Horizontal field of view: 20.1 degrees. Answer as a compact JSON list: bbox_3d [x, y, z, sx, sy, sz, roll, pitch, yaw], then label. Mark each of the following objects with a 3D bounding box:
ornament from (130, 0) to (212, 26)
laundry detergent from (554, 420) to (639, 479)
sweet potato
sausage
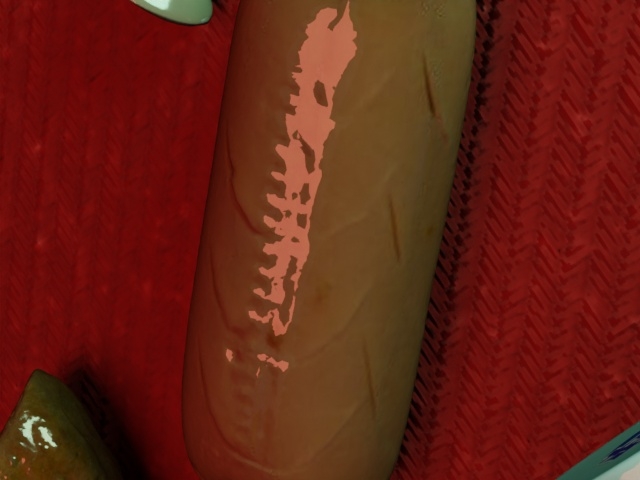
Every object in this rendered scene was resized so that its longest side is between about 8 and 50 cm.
[{"bbox_3d":[-0.056,-0.193,0.922,0.075,0.081,0.156,38,120,11],"label":"ornament"},{"bbox_3d":[0.229,0.197,0.728,0.287,0.287,0.305,-37,82,29],"label":"laundry detergent"},{"bbox_3d":[-0.132,0.196,1.035,0.097,0.097,0.251,-18,100,30],"label":"sweet potato"},{"bbox_3d":[0.000,0.001,0.907,0.121,0.121,0.304,18,110,24],"label":"sausage"}]
